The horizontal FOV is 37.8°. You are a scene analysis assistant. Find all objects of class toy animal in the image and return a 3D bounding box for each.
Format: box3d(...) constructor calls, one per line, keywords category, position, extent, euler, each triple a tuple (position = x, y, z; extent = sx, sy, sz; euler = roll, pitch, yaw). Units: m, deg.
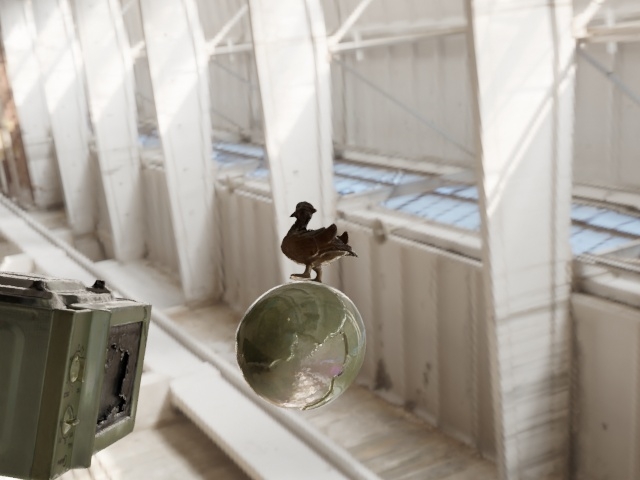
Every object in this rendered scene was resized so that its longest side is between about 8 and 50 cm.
box3d(category="toy animal", position=(0.000, 0.000, 1.913), extent=(0.188, 0.089, 0.179), euler=(-4, -110, 31))

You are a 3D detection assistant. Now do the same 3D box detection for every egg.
box3d(category="egg", position=(-0.034, 0.149, 1.317), extent=(0.183, 0.217, 0.183), euler=(3, -84, 26))

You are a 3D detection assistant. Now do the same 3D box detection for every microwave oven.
box3d(category="microwave oven", position=(-0.387, 0.147, 1.187), extent=(0.355, 0.286, 0.218), euler=(28, 71, -85))
